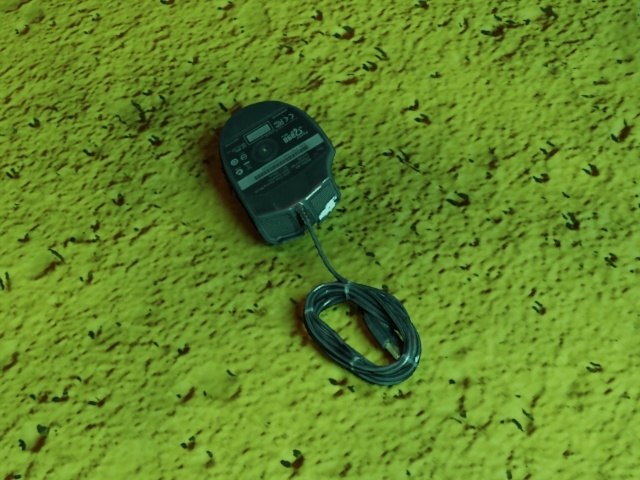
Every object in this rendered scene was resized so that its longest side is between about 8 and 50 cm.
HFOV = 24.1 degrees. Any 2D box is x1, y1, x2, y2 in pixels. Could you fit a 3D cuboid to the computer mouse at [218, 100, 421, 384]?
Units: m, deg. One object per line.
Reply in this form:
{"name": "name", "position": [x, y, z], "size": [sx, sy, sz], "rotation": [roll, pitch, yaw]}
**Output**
{"name": "computer mouse", "position": [0.000, 0.000, 0.923], "size": [0.071, 0.041, 0.242], "rotation": [-29, 52, 1]}
